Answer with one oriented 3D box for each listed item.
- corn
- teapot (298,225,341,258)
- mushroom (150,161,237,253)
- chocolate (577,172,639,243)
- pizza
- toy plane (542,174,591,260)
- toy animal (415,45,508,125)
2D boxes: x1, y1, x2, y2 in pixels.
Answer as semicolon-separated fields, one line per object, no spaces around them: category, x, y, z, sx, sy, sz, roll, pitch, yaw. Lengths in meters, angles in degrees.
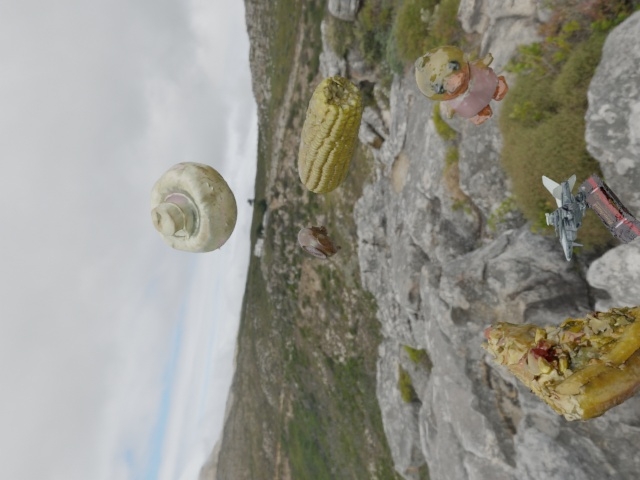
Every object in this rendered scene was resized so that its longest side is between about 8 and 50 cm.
corn;0.014;-0.198;0.902;0.363;0.120;0.121;101;173;-72
teapot;0.000;0.000;1.206;0.098;0.129;0.078;-10;53;60
mushroom;-0.114;-0.026;0.385;0.067;0.083;0.084;-44;-29;-53
chocolate;0.709;-0.080;1.067;0.086;0.028;0.183;92;155;-61
pizza;0.412;0.160;0.703;0.287;0.251;0.074;-136;26;-79
toy plane;0.601;-0.051;1.049;0.082;0.159;0.234;3;120;63
toy animal;0.367;-0.436;1.182;0.169;0.281;0.195;55;126;39
